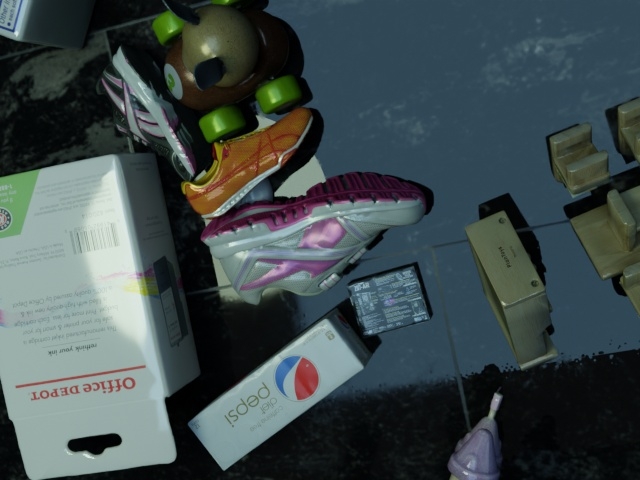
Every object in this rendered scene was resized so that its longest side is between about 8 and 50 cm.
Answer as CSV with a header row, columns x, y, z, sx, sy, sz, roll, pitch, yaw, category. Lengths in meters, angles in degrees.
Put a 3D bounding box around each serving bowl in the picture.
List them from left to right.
x,y,z,sx,sy,sz,roll,pitch,yaw,category
-0.099,-0.051,1.083,0.083,0.027,0.083,1,97,11,serving bowl

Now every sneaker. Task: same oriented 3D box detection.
x,y,z,sx,sy,sz,roll,pitch,yaw,category
-0.198,-0.139,1.083,0.077,0.072,0.178,-37,80,26,sneaker
-0.080,-0.098,1.033,0.175,0.064,0.067,-41,106,-10,sneaker
0.000,0.000,1.037,0.252,0.103,0.111,-14,110,9,sneaker

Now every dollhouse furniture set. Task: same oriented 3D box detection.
x,y,z,sx,sy,sz,roll,pitch,yaw,category
0.287,0.014,0.936,0.242,0.161,0.212,-23,57,5,dollhouse furniture set

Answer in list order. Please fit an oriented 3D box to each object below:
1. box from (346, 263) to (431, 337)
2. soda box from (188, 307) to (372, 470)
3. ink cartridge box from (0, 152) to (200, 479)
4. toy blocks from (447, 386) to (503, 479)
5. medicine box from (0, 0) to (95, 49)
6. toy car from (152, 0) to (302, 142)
x,y,z,sx,sy,sz,roll,pitch,yaw,category
0.079,0.070,1.062,0.083,0.018,0.067,-17,92,14,box
-0.046,0.173,1.076,0.216,0.069,0.074,-38,88,15,soda box
-0.272,0.087,1.089,0.207,0.119,0.353,-10,93,13,ink cartridge box
0.118,0.308,0.946,0.309,0.288,0.260,17,106,12,toy blocks
-0.394,-0.388,1.046,0.289,0.149,0.263,20,100,10,medicine box
-0.121,-0.200,0.987,0.149,0.188,0.155,-25,90,14,toy car
